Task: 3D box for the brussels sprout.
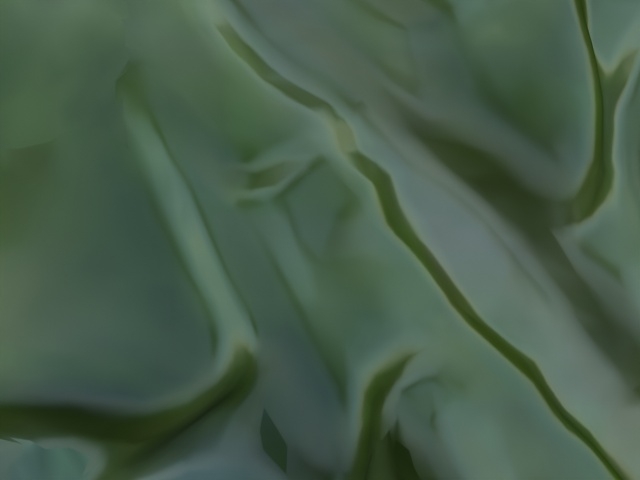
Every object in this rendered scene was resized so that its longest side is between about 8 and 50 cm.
[{"bbox_3d":[-0.002,0.003,0.451,0.354,0.281,0.289,39,89,11],"label":"brussels sprout"}]
